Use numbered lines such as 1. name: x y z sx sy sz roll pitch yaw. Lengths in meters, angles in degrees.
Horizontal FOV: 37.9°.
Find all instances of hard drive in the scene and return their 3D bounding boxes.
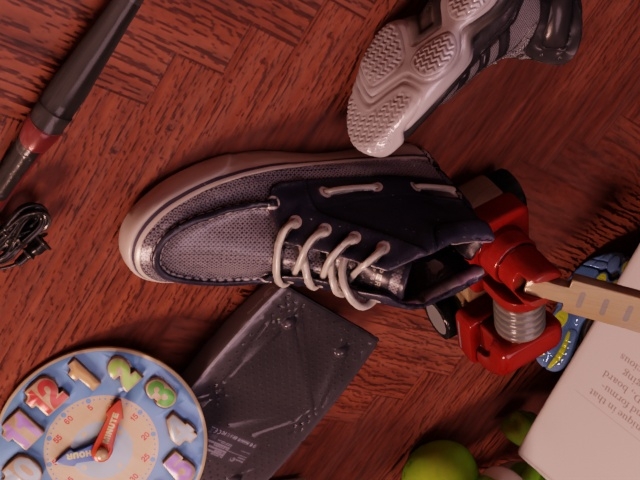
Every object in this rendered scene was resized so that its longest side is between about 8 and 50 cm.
1. hard drive: -0.073 0.164 1.006 0.172 0.054 0.254 32 100 -38

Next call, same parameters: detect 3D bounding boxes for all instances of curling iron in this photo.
1. curling iron: -0.206 -0.088 0.735 0.068 0.035 0.274 11 119 -44

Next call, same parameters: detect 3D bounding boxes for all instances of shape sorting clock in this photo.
1. shape sorting clock: -0.214 0.204 0.913 0.206 0.040 0.206 -1 97 -11

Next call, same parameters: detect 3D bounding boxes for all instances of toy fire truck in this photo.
1. toy fire truck: 0.235 0.064 1.007 0.158 0.246 0.217 -26 135 -13

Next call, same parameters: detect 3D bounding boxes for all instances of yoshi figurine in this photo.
1. yoshi figurine: 0.239 0.352 1.348 0.203 0.203 0.362 -11 165 29

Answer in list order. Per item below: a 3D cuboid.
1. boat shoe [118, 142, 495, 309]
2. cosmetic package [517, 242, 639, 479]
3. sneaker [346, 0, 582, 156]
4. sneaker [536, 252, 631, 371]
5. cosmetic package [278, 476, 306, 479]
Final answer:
1. boat shoe: 0.000 0.000 0.858 0.341 0.158 0.127 -15 132 -24
2. cosmetic package: 0.536 0.190 1.211 0.329 0.327 0.393 -15 135 -47
3. sneaker: 0.146 -0.174 0.852 0.153 0.101 0.268 22 108 -41
4. sneaker: 0.356 0.093 1.260 0.078 0.067 0.188 -7 130 -57
5. cosmetic package: -0.131 0.390 1.102 0.296 0.153 0.129 1 125 -37
